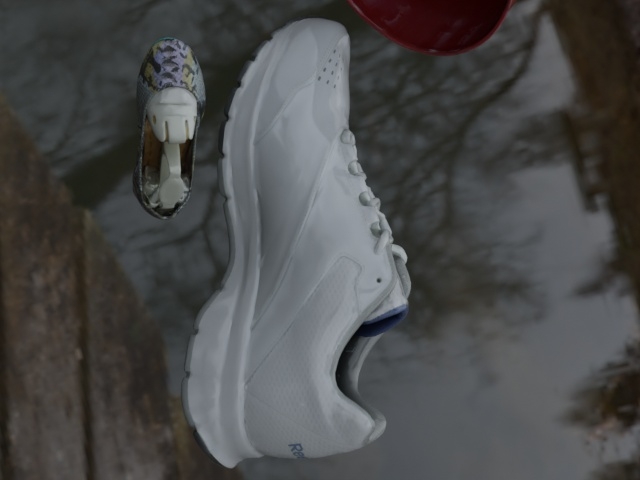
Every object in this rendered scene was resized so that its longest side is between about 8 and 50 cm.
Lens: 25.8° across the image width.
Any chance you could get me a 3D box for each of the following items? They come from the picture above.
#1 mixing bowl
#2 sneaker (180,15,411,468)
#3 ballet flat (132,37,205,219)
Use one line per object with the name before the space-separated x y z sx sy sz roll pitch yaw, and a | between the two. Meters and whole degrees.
mixing bowl | 0.083 -0.220 0.890 0.098 0.181 0.181 -35 108 -31
sneaker | 0.000 0.000 0.891 0.111 0.129 0.297 32 61 -67
ballet flat | -0.084 -0.058 0.789 0.041 0.041 0.114 -67 170 -52
